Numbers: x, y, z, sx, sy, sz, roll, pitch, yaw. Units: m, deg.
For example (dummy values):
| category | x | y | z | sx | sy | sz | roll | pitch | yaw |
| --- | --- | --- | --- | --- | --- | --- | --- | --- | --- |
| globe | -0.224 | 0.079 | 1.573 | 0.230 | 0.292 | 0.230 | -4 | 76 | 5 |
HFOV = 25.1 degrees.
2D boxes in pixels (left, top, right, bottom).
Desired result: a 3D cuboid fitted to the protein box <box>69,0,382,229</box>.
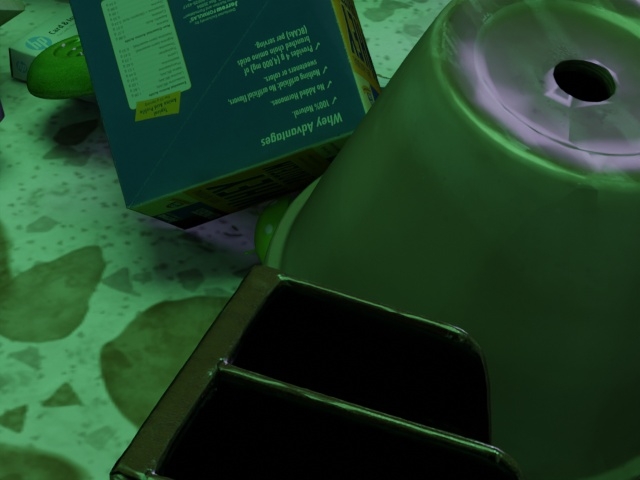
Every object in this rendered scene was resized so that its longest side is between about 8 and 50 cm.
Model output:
| category | x | y | z | sx | sy | sz | roll | pitch | yaw |
| --- | --- | --- | --- | --- | --- | --- | --- | --- | --- |
| protein box | -0.067 | -0.139 | 1.132 | 0.200 | 0.136 | 0.201 | -18 | 81 | 10 |

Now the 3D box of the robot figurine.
| category | x | y | z | sx | sy | sz | roll | pitch | yaw |
| --- | --- | --- | --- | --- | --- | --- | --- | --- | --- |
| robot figurine | 0.000 | 0.000 | 1.138 | 0.115 | 0.067 | 0.101 | 6 | 50 | 5 |

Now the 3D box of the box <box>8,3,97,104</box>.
| category | x | y | z | sx | sy | sz | roll | pitch | yaw |
| --- | --- | --- | --- | --- | --- | --- | --- | --- | --- |
| box | -0.179 | -0.177 | 1.379 | 0.186 | 0.038 | 0.145 | 19 | 41 | 21 |

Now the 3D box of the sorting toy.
| category | x | y | z | sx | sy | sz | roll | pitch | yaw |
| --- | --- | --- | --- | --- | --- | --- | --- | --- | --- |
| sorting toy | -0.188 | -0.209 | 1.264 | 0.365 | 0.126 | 0.127 | -24 | 27 | -25 |

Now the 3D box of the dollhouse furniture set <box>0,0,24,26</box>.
| category | x | y | z | sx | sy | sz | roll | pitch | yaw |
| --- | --- | --- | --- | --- | --- | --- | --- | --- | --- |
| dollhouse furniture set | -0.307 | -0.270 | 1.454 | 0.303 | 0.174 | 0.355 | -26 | -4 | 25 |

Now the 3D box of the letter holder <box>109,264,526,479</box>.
| category | x | y | z | sx | sy | sz | roll | pitch | yaw |
| --- | --- | --- | --- | --- | --- | --- | --- | --- | --- |
| letter holder | 0.032 | 0.197 | 0.697 | 0.214 | 0.302 | 0.152 | 15 | 39 | 15 |

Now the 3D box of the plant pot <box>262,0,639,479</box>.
| category | x | y | z | sx | sy | sz | roll | pitch | yaw |
| --- | --- | --- | --- | --- | --- | --- | --- | --- | --- |
| plant pot | 0.131 | -0.008 | 0.937 | 0.323 | 0.280 | 0.323 | 7 | 47 | -8 |

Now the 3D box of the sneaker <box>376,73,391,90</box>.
| category | x | y | z | sx | sy | sz | roll | pitch | yaw |
| --- | --- | --- | --- | --- | --- | --- | --- | --- | --- |
| sneaker | -0.002 | -0.094 | 1.234 | 0.153 | 0.099 | 0.282 | -22 | 40 | -32 |
